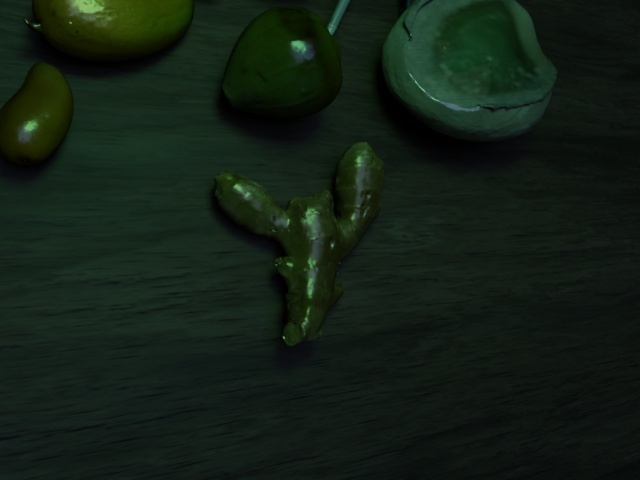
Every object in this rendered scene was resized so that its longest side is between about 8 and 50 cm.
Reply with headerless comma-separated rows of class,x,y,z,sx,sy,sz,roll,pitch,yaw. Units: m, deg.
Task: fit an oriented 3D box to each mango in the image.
mango,-0.358,-0.405,0.993,0.317,0.119,0.176,-20,87,-37
mango,-0.461,-0.204,0.918,0.102,0.085,0.184,19,62,-19

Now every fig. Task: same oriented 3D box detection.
fig,-0.073,-0.337,1.072,0.230,0.207,0.207,-4,82,-19

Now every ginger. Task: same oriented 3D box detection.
ginger,0.004,-0.001,1.109,0.363,0.122,0.348,-17,90,-34

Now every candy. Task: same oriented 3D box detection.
candy,0.329,-0.398,1.296,0.427,0.186,0.386,-14,79,-26

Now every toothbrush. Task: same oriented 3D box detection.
toothbrush,0.036,-0.476,1.214,0.030,0.025,0.342,25,82,-28

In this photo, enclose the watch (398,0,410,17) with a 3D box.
watch,0.087,-0.655,1.297,0.277,0.068,0.274,6,83,-26
